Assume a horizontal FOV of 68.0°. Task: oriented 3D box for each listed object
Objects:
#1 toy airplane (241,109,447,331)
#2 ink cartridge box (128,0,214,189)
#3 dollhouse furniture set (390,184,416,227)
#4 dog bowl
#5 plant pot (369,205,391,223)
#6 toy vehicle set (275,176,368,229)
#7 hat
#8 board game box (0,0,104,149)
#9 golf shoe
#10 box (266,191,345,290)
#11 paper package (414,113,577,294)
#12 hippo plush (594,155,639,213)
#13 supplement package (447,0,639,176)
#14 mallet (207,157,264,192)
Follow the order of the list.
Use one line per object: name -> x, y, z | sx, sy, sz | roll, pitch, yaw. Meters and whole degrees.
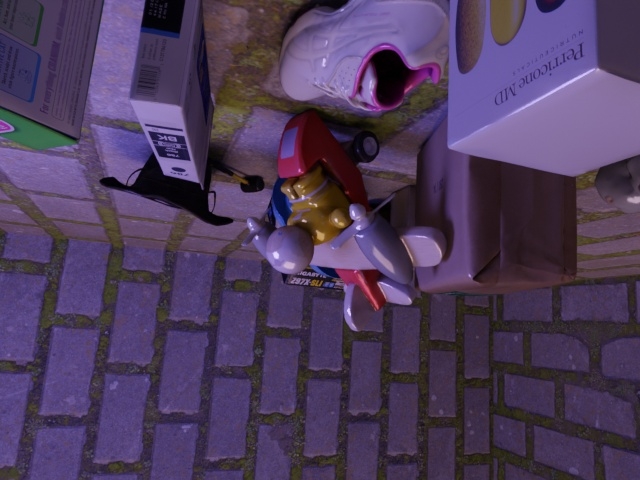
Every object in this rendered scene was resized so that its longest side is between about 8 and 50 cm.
toy airplane -> 0.017, 0.006, 0.902 | 0.272, 0.384, 0.386 | -27, 152, -37
ink cartridge box -> -0.197, -0.195, 0.675 | 0.065, 0.166, 0.333 | 5, 168, -8
dollhouse furniture set -> 0.320, -0.044, 1.304 | 0.241, 0.161, 0.212 | 8, 169, -20
dog bowl -> -0.004, -0.039, 1.151 | 0.165, 0.297, 0.074 | -36, -179, -23
plant pot -> 0.222, -0.009, 1.500 | 0.230, 0.216, 0.215 | -6, 177, -34
toy vehicle set -> 0.010, -0.071, 1.255 | 0.266, 0.166, 0.035 | 9, 155, -26
hat -> -0.325, -0.138, 1.088 | 0.330, 0.134, 0.331 | 21, 180, 0
board game box -> -0.299, -0.231, 0.313 | 0.064, 0.243, 0.316 | -1, 167, 28
golf shoe -> 0.036, -0.213, 0.570 | 0.115, 0.140, 0.306 | 9, 170, -32
box -> 0.000, 0.000, 1.325 | 0.256, 0.322, 0.079 | 7, 128, -22
paper package -> 0.280, -0.062, 0.822 | 0.167, 0.310, 0.325 | 4, 171, -2
hippo plush -> 0.622, -0.080, 0.804 | 0.236, 0.235, 0.294 | 5, 170, -10
supplement package -> 0.188, -0.189, 0.346 | 0.133, 0.244, 0.139 | 7, 168, -20
mallet -> -0.213, -0.166, 1.201 | 0.062, 0.039, 0.189 | 0, 165, 26
